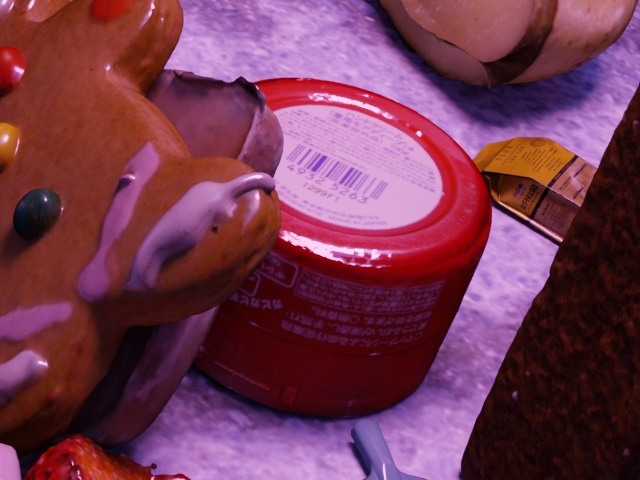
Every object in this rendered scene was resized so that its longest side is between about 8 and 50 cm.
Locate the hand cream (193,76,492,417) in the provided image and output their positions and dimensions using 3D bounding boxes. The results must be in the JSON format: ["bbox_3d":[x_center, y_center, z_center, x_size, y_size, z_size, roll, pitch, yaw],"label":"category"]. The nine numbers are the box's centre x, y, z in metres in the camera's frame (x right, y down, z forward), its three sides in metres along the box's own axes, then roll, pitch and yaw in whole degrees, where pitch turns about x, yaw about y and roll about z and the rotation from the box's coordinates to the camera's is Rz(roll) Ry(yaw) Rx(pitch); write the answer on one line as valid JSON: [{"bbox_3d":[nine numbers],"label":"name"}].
[{"bbox_3d":[0.000,0.000,1.310,0.230,0.149,0.230,11,39,-9],"label":"hand cream"}]

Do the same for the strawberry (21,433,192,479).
[{"bbox_3d":[-0.115,0.177,1.064,0.145,0.086,0.145,32,3,-2],"label":"strawberry"}]

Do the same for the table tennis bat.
[{"bbox_3d":[0.056,0.182,1.215,0.100,0.019,0.155,-1,44,-25],"label":"table tennis bat"}]

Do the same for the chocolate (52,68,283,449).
[{"bbox_3d":[-0.113,0.018,1.183,0.161,0.261,0.083,20,-9,43],"label":"chocolate"}]

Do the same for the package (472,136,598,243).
[{"bbox_3d":[0.185,-0.047,1.536,0.131,0.047,0.071,34,42,14],"label":"package"}]

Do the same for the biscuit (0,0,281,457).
[{"bbox_3d":[-0.199,-0.061,1.192,0.064,0.283,0.432,38,16,-43],"label":"biscuit"}]

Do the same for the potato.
[{"bbox_3d":[0.181,-0.260,1.674,0.243,0.242,0.285,-9,27,-34],"label":"potato"}]

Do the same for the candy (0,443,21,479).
[{"bbox_3d":[-0.245,0.200,0.953,0.185,0.137,0.195,7,41,-18],"label":"candy"}]

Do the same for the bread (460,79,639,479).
[{"bbox_3d":[0.215,0.051,1.122,0.113,0.416,0.165,-6,46,-30],"label":"bread"}]
